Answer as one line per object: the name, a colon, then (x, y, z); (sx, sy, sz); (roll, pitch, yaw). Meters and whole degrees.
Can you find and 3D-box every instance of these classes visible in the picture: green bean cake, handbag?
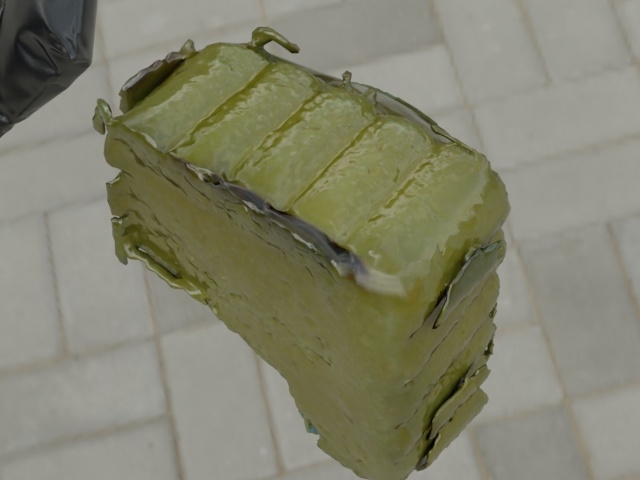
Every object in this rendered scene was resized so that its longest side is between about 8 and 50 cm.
green bean cake: (0.000, 0.000, 1.337); (0.310, 0.285, 0.202); (33, 58, 21)
handbag: (-0.279, -0.235, 1.768); (0.088, 0.211, 0.254); (18, 57, -28)
